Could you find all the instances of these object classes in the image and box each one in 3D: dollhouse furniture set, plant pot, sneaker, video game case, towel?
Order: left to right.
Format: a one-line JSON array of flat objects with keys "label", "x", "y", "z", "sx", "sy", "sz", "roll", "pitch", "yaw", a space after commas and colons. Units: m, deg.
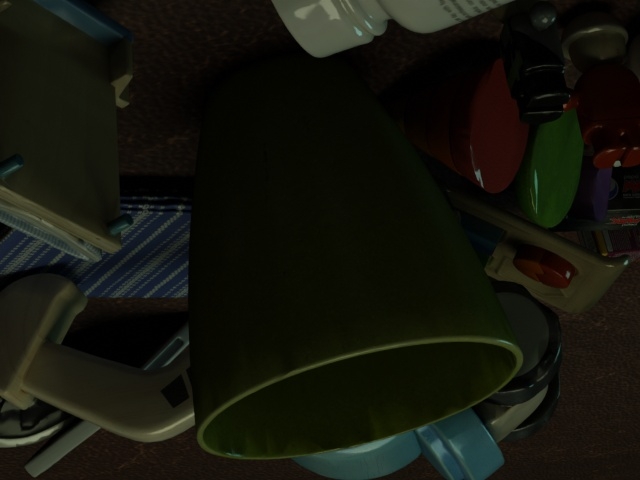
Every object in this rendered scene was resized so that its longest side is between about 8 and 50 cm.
[{"label": "dollhouse furniture set", "x": -0.277, "y": -0.042, "z": 1.275, "sx": 0.198, "sy": 0.286, "sz": 0.303, "roll": -27, "pitch": 144, "yaw": 30}, {"label": "sneaker", "x": -0.380, "y": 0.162, "z": 1.988, "sx": 0.283, "sy": 0.107, "sz": 0.124, "roll": -11, "pitch": 153, "yaw": -10}, {"label": "video game case", "x": -0.230, "y": 0.175, "z": 2.082, "sx": 0.201, "sy": 0.023, "sz": 0.183, "roll": -37, "pitch": -174, "yaw": 45}, {"label": "towel", "x": -0.169, "y": 0.001, "z": 1.819, "sx": 0.336, "sy": 0.040, "sz": 0.243, "roll": 1, "pitch": 156, "yaw": -32}, {"label": "plant pot", "x": 0.000, "y": 0.000, "z": 1.552, "sx": 0.275, "sy": 0.293, "sz": 0.275, "roll": -12, "pitch": 160, "yaw": -5}]

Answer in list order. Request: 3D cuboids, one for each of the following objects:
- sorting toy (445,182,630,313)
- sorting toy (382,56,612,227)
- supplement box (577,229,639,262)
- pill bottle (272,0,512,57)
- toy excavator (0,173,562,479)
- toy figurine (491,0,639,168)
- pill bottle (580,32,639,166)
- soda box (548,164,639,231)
[{"label": "sorting toy", "x": 0.186, "y": 0.028, "z": 1.941, "sx": 0.229, "sy": 0.041, "sz": 0.307, "roll": 21, "pitch": 165, "yaw": 3}, {"label": "sorting toy", "x": 0.165, "y": -0.087, "z": 1.759, "sx": 0.126, "sy": 0.127, "sz": 0.365, "roll": 8, "pitch": 174, "yaw": 28}, {"label": "supplement box", "x": 0.340, "y": -0.005, "z": 2.099, "sx": 0.083, "sy": 0.055, "sz": 0.043, "roll": -5, "pitch": 159, "yaw": -21}, {"label": "pill bottle", "x": 0.101, "y": -0.233, "z": 1.215, "sx": 0.283, "sy": 0.160, "sz": 0.160, "roll": -21, "pitch": 158, "yaw": 17}, {"label": "toy excavator", "x": -0.049, "y": 0.114, "z": 1.755, "sx": 0.445, "sy": 0.433, "sz": 0.222, "roll": -39, "pitch": 163, "yaw": -7}, {"label": "toy figurine", "x": 0.257, "y": -0.175, "z": 1.504, "sx": 0.213, "sy": 0.148, "sz": 0.209, "roll": -26, "pitch": 151, "yaw": 32}, {"label": "pill bottle", "x": 0.351, "y": -0.147, "z": 1.648, "sx": 0.221, "sy": 0.124, "sz": 0.124, "roll": -20, "pitch": 158, "yaw": 17}, {"label": "soda box", "x": 0.325, "y": -0.045, "z": 1.947, "sx": 0.169, "sy": 0.053, "sz": 0.060, "roll": -1, "pitch": 158, "yaw": -3}]
